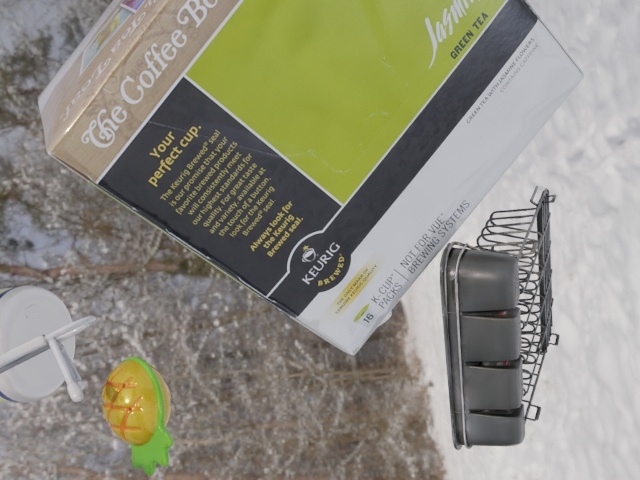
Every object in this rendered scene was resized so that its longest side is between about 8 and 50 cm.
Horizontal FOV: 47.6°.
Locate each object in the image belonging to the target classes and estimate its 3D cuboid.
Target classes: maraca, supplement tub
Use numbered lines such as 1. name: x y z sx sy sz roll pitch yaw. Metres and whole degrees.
1. maraca: -0.284 0.274 1.142 0.099 0.127 0.185 0 -122 -47
2. supplement tub: -0.709 0.222 1.504 0.235 0.325 0.235 -7 -90 -71

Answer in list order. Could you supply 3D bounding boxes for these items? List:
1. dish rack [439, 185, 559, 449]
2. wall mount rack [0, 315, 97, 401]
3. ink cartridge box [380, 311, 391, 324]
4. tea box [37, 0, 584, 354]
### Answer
1. dish rack: 0.198 0.065 0.749 0.271 0.074 0.208 -42 -50 -57
2. wall mount rack: -0.501 0.246 1.159 0.130 0.350 0.304 61 162 2
3. ink cartridge box: 0.000 0.000 0.995 0.181 0.056 0.224 20 -133 -34
4. tea box: -0.016 -0.137 0.648 0.324 0.329 0.220 38 -178 -31
